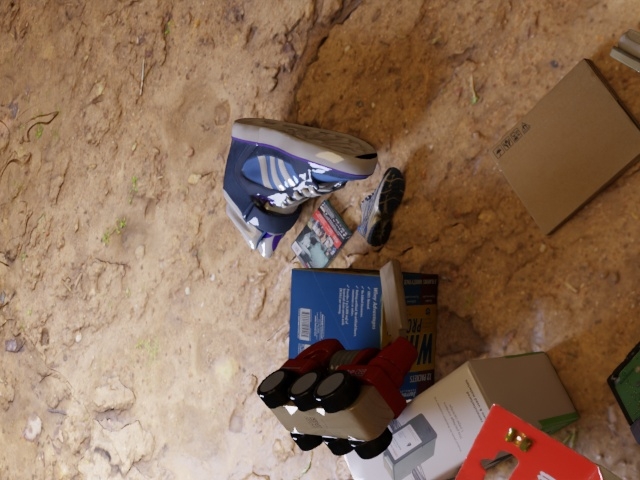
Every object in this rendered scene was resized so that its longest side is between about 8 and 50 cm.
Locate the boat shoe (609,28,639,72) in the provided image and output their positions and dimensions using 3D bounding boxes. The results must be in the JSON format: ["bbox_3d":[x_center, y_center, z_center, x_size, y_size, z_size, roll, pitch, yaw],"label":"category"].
[{"bbox_3d":[0.504,-0.208,1.185,0.302,0.113,0.103,29,108,29],"label":"boat shoe"}]

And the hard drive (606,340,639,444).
[{"bbox_3d":[0.496,0.134,1.143,0.339,0.064,0.237,-57,23,26],"label":"hard drive"}]

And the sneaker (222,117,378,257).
[{"bbox_3d":[-0.042,-0.074,1.704,0.323,0.130,0.236,19,112,38],"label":"sneaker"}]

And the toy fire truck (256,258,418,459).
[{"bbox_3d":[0.048,0.166,1.414,0.217,0.246,0.158,-9,121,54],"label":"toy fire truck"}]

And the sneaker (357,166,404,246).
[{"bbox_3d":[0.092,-0.061,1.614,0.058,0.052,0.135,35,112,43],"label":"sneaker"}]

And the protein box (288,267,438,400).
[{"bbox_3d":[0.066,0.147,1.575,0.201,0.136,0.199,3,91,44],"label":"protein box"}]

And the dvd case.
[{"bbox_3d":[0.000,0.000,1.726,0.119,0.013,0.087,-53,56,28],"label":"dvd case"}]

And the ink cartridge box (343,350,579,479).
[{"bbox_3d":[0.196,0.276,1.405,0.273,0.198,0.114,-42,62,36],"label":"ink cartridge box"}]

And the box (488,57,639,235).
[{"bbox_3d":[0.348,-0.130,1.387,0.201,0.021,0.164,-46,59,33],"label":"box"}]

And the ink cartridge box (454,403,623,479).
[{"bbox_3d":[0.322,0.393,1.177,0.385,0.091,0.308,32,148,16],"label":"ink cartridge box"}]
